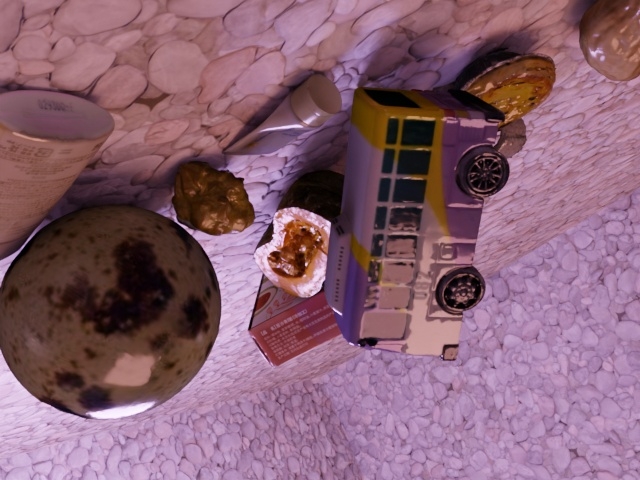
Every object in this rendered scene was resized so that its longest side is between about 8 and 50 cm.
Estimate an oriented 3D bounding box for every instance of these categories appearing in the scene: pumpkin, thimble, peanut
[{"bbox_3d":[0.000,0.000,1.448,0.139,0.222,0.317,-62,-175,-39],"label":"pumpkin"},{"bbox_3d":[0.379,-0.224,1.527,0.090,0.102,0.115,-9,-179,-39],"label":"thimble"},{"bbox_3d":[0.541,-0.386,1.218,0.159,0.143,0.291,-30,162,-17],"label":"peanut"}]

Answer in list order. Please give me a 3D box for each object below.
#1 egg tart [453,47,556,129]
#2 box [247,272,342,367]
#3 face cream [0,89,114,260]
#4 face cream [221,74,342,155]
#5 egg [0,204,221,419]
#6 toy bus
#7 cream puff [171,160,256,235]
[{"bbox_3d":[0.325,-0.282,1.314,0.234,0.094,0.234,-19,162,-6],"label":"egg tart"},{"bbox_3d":[0.033,0.097,1.682,0.385,0.122,0.344,-29,-162,12],"label":"box"},{"bbox_3d":[-0.433,-0.068,0.962,0.173,0.081,0.348,-7,156,-49],"label":"face cream"},{"bbox_3d":[-0.059,-0.186,1.160,0.114,0.070,0.224,-7,164,-43],"label":"face cream"},{"bbox_3d":[-0.337,0.110,1.170,0.345,0.345,0.428,-26,-171,4],"label":"egg"},{"bbox_3d":[0.145,-0.026,1.199,0.249,0.209,0.440,2,112,-10],"label":"toy bus"},{"bbox_3d":[-0.183,-0.078,1.208,0.146,0.146,0.116,-10,118,-38],"label":"cream puff"}]
